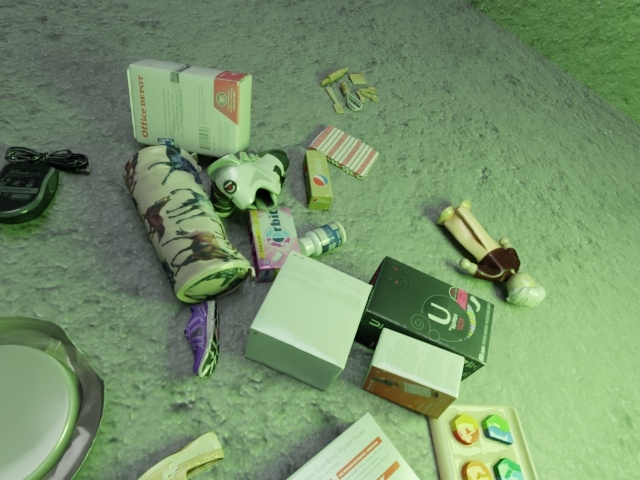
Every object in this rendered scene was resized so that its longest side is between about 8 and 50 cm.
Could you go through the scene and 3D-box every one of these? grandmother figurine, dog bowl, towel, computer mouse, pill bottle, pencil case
[{"bbox_3d":[0.466,0.041,1.178,0.208,0.104,0.342,-26,62,-21],"label":"grandmother figurine"},{"bbox_3d":[-0.532,0.299,0.697,0.349,0.102,0.348,8,52,-11],"label":"dog bowl"},{"bbox_3d":[0.076,-0.279,1.350,0.197,0.029,0.144,31,52,5],"label":"towel"},{"bbox_3d":[-0.670,-0.118,0.995,0.189,0.072,0.272,6,41,-9],"label":"computer mouse"},{"bbox_3d":[0.000,0.000,1.093,0.120,0.067,0.067,-23,63,-29],"label":"pill bottle"},{"bbox_3d":[-0.303,-0.045,0.981,0.184,0.159,0.410,-27,64,-13],"label":"pencil case"}]

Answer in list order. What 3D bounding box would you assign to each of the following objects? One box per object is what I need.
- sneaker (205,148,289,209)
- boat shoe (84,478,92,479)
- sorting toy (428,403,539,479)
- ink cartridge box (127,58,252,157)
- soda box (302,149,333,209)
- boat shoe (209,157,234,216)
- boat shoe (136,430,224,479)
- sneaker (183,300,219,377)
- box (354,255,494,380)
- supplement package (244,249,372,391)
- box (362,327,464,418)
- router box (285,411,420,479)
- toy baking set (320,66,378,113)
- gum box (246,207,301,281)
[{"bbox_3d":[-0.152,-0.145,1.097,0.146,0.123,0.330,57,26,-2],"label":"sneaker"},{"bbox_3d":[-0.255,0.492,0.618,0.335,0.121,0.119,36,50,10],"label":"boat shoe"},{"bbox_3d":[0.338,0.434,0.884,0.209,0.038,0.192,5,53,-12],"label":"sorting toy"},{"bbox_3d":[-0.335,-0.346,1.129,0.283,0.207,0.117,11,32,4],"label":"ink cartridge box"},{"bbox_3d":[-0.010,-0.174,1.226,0.061,0.058,0.181,2,54,-14],"label":"soda box"},{"bbox_3d":[-0.253,-0.172,1.143,0.084,0.079,0.233,3,51,-13],"label":"boat shoe"},{"bbox_3d":[-0.242,0.397,0.731,0.170,0.063,0.059,-27,60,-31],"label":"boat shoe"},{"bbox_3d":[-0.247,0.203,0.886,0.071,0.068,0.169,-7,47,-3],"label":"sneaker"},{"bbox_3d":[0.226,0.182,0.973,0.271,0.143,0.165,24,51,3],"label":"box"},{"bbox_3d":[-0.026,0.168,0.907,0.194,0.149,0.203,24,52,2],"label":"supplement package"},{"bbox_3d":[0.187,0.276,0.887,0.171,0.130,0.091,18,51,11],"label":"box"},{"bbox_3d":[0.046,0.516,0.712,0.336,0.082,0.301,-26,65,-30],"label":"router box"},{"bbox_3d":[0.102,-0.547,1.552,0.197,0.030,0.256,41,54,15],"label":"toy baking set"},{"bbox_3d":[-0.115,0.004,1.059,0.107,0.062,0.188,-3,55,-19],"label":"gum box"}]
